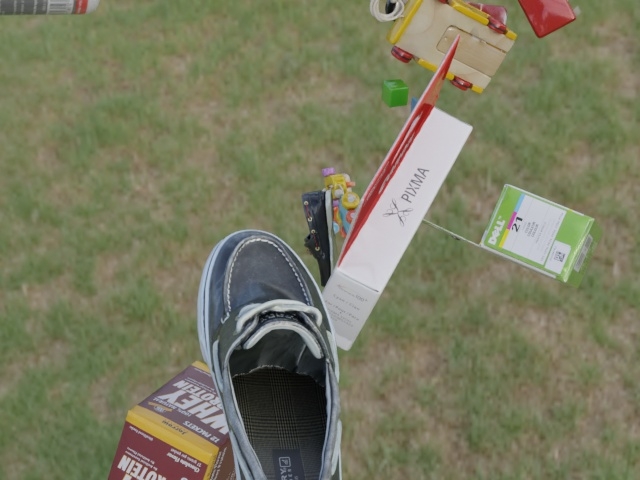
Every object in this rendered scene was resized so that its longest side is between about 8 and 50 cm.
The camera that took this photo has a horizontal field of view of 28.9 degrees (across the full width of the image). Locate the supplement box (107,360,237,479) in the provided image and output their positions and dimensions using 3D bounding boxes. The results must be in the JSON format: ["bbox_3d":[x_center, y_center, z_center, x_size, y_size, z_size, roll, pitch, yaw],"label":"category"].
[{"bbox_3d":[-0.185,0.301,1.704,0.129,0.191,0.194,25,23,14],"label":"supplement box"}]

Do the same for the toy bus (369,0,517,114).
[{"bbox_3d":[0.144,-0.270,1.581,0.191,0.202,0.104,-22,37,-11],"label":"toy bus"}]

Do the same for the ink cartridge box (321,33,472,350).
[{"bbox_3d":[0.097,-0.053,1.443,0.066,0.261,0.296,28,53,4],"label":"ink cartridge box"}]

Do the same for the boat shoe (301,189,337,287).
[{"bbox_3d":[0.000,-0.001,1.598,0.042,0.133,0.049,-5,18,6],"label":"boat shoe"}]

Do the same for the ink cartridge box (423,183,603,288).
[{"bbox_3d":[0.256,-0.027,1.757,0.255,0.097,0.189,24,2,17],"label":"ink cartridge box"}]

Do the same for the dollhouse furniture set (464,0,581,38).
[{"bbox_3d":[0.212,-0.451,1.863,0.201,0.374,0.152,-27,4,19],"label":"dollhouse furniture set"}]

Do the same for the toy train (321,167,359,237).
[{"bbox_3d":[0.038,-0.036,1.779,0.046,0.125,0.166,-10,28,-14],"label":"toy train"}]

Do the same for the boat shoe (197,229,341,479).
[{"bbox_3d":[-0.029,0.103,1.029,0.121,0.119,0.335,-4,49,-13],"label":"boat shoe"}]

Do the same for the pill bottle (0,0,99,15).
[{"bbox_3d":[-0.554,-0.476,2.051,0.363,0.210,0.210,-4,36,-17],"label":"pill bottle"}]
